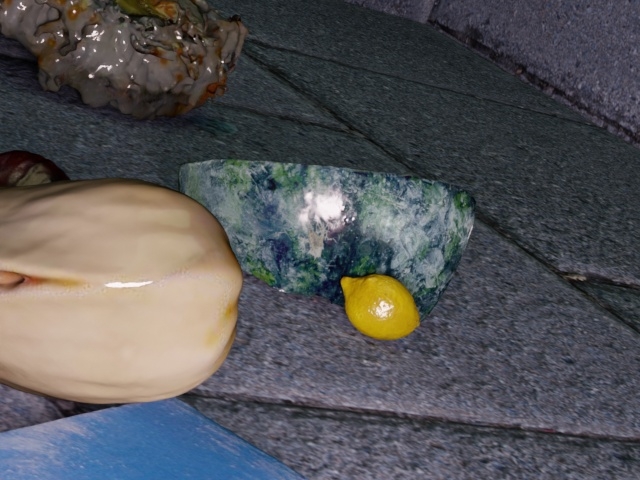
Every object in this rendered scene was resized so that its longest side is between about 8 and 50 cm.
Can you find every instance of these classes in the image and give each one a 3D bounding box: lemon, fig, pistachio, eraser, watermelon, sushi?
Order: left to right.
[{"bbox_3d":[-0.276,-0.017,1.611,0.150,0.128,0.128,6,21,-31],"label":"fig"},{"bbox_3d":[-0.187,0.037,1.369,0.288,0.166,0.197,-2,-2,25],"label":"pistachio"},{"bbox_3d":[-0.300,-0.296,2.466,0.417,0.176,0.417,27,13,-7],"label":"sushi"},{"bbox_3d":[-0.142,0.172,1.269,0.144,0.042,0.312,27,16,25],"label":"eraser"},{"bbox_3d":[0.000,0.000,1.985,0.318,0.148,0.226,8,-3,0],"label":"watermelon"},{"bbox_3d":[0.059,0.066,1.880,0.092,0.065,0.065,31,15,3],"label":"lemon"}]
